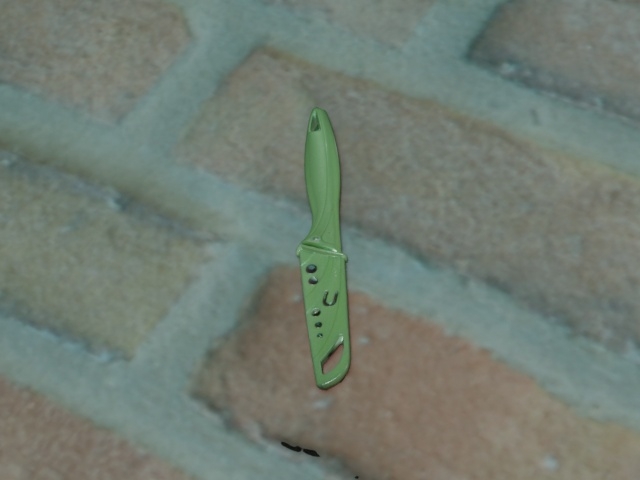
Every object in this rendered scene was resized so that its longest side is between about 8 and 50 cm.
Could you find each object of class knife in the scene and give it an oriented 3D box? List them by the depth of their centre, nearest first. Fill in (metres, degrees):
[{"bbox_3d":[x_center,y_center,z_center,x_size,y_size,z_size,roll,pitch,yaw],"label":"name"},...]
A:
[{"bbox_3d":[0.000,0.000,1.163,0.030,0.014,0.207,-10,51,7],"label":"knife"}]
